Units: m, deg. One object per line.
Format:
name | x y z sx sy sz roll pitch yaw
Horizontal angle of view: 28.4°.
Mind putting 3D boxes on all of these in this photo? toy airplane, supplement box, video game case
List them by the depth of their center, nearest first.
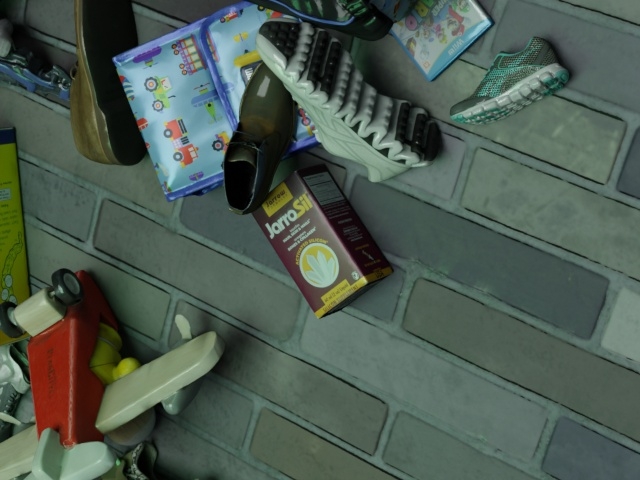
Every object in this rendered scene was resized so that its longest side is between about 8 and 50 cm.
video game case | 0.137 -0.311 1.672 0.119 0.015 0.166 -42 78 29
supplement box | 0.000 0.000 1.775 0.104 0.081 0.188 -38 80 30
toy airplane | -0.345 0.261 1.919 0.386 0.272 0.384 18 76 40
supplement box | -0.619 0.000 2.068 0.194 0.195 0.356 2 100 30

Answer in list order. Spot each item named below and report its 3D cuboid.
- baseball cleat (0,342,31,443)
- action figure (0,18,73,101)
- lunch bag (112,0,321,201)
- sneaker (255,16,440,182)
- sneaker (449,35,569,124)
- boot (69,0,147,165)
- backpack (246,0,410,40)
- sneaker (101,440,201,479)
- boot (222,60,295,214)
baseball cleat | -0.536 0.270 2.146 0.109 0.072 0.206 1 109 16
action figure | -0.510 -0.359 1.993 0.341 0.178 0.330 25 121 -8
lunch bag | -0.109 -0.211 1.788 0.293 0.138 0.221 -21 90 17
sneaker | 0.018 -0.175 1.659 0.292 0.110 0.118 38 139 -21
sneaker | 0.236 -0.204 1.619 0.166 0.065 0.076 -24 71 28
boot | -0.346 -0.265 1.916 0.115 0.112 0.305 5 104 40
backpack | 0.022 -0.405 1.599 0.276 0.213 0.263 22 102 23
sneaker | -0.327 0.406 2.043 0.410 0.158 0.182 15 76 29
boot | -0.081 -0.135 1.685 0.082 0.106 0.219 12 102 0
